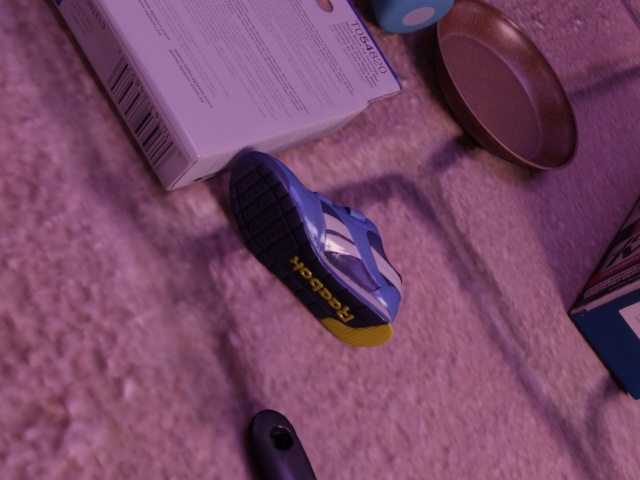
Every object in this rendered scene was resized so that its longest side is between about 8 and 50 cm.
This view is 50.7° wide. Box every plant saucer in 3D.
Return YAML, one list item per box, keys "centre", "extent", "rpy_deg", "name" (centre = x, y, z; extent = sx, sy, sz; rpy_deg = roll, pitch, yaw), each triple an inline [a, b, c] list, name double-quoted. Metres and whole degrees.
- centre: [0.176, -0.149, 0.665]
  extent: [0.198, 0.036, 0.199]
  rpy_deg: [20, 54, -31]
  name: "plant saucer"

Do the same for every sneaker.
- centre: [0.000, 0.000, 0.424]
  extent: [0.144, 0.053, 0.059]
  rpy_deg: [51, 45, -15]
  name: "sneaker"

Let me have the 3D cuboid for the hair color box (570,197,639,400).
- centre: [0.392, -0.005, 0.661]
  extent: [0.105, 0.174, 0.347]
  rpy_deg: [53, 44, 1]
  name: "hair color box"

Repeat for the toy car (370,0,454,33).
- centre: [0.025, -0.307, 0.511]
  extent: [0.238, 0.210, 0.219]
  rpy_deg: [-7, 77, -40]
  name: "toy car"

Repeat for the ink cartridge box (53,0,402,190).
- centre: [-0.069, -0.163, 0.464]
  extent: [0.224, 0.045, 0.223]
  rpy_deg: [-27, 85, -46]
  name: "ink cartridge box"

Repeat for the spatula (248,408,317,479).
- centre: [0.021, 0.224, 0.324]
  extent: [0.084, 0.030, 0.296]
  rpy_deg: [-4, 68, -42]
  name: "spatula"
